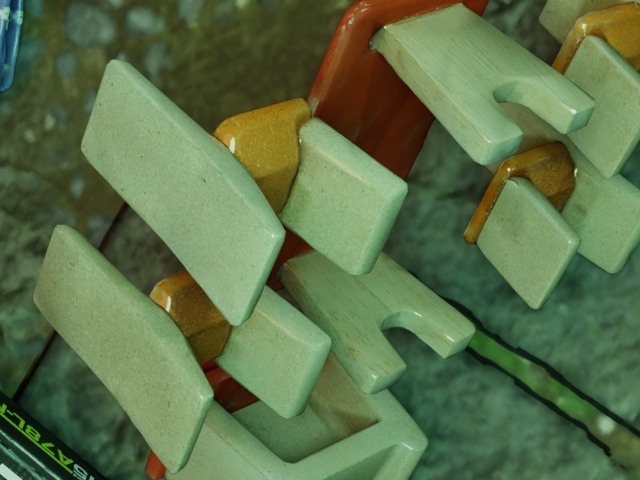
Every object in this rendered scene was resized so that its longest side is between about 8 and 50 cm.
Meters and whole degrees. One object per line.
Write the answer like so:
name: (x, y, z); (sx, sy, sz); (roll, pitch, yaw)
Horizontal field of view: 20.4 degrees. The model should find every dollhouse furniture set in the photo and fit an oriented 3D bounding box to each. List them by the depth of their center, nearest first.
dollhouse furniture set: (0.000, 0.000, 0.719); (0.135, 0.262, 0.259); (45, 133, 25)

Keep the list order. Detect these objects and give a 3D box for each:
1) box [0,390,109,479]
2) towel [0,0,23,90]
box: (-0.196, 0.155, 0.839); (0.184, 0.045, 0.191); (43, 102, -9)
towel: (-0.234, -0.247, 0.972); (0.243, 0.040, 0.336); (10, 85, 27)
